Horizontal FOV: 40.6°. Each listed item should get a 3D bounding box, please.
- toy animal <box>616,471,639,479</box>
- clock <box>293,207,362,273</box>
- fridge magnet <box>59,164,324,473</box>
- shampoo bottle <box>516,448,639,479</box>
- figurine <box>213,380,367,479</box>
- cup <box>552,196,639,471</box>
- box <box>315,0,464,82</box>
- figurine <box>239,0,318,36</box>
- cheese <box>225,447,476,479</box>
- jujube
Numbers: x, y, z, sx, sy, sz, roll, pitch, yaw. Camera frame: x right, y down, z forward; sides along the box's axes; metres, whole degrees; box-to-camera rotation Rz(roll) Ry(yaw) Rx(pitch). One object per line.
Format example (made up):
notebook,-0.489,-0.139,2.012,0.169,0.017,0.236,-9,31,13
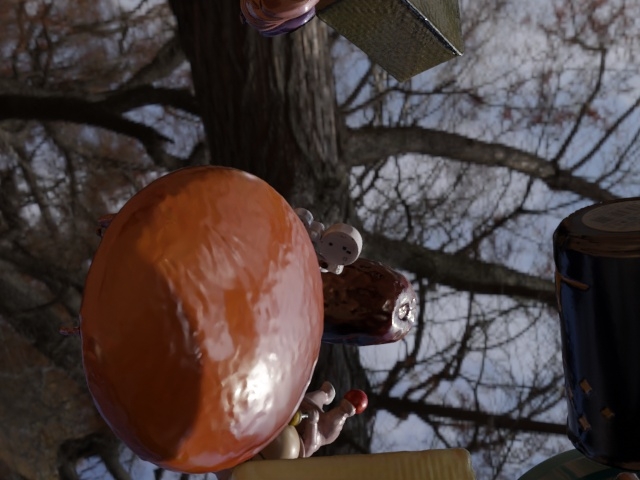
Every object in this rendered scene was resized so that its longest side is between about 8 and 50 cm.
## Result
toy animal,0.221,0.221,0.484,0.229,0.224,0.066,-4,-168,-27
clock,0.000,0.000,1.376,0.129,0.087,0.041,27,-145,-2
fridge magnet,-0.132,0.092,1.031,0.155,0.364,0.363,-1,-153,42
shampoo bottle,0.352,0.419,0.881,0.331,0.331,0.342,-11,-170,-8
figurine,-0.066,0.321,1.473,0.287,0.186,0.176,-27,-131,-24
cup,0.331,0.085,0.975,0.178,0.256,0.255,-17,-163,-18
box,0.119,-0.422,1.494,0.143,0.273,0.184,-20,-121,33
figurine,-0.062,-0.341,1.142,0.126,0.157,0.114,-14,-125,14
cheese,0.038,0.336,0.782,0.242,0.124,0.266,1,-117,-15
jujube,0.053,0.119,1.628,0.243,0.183,0.183,12,-144,32
